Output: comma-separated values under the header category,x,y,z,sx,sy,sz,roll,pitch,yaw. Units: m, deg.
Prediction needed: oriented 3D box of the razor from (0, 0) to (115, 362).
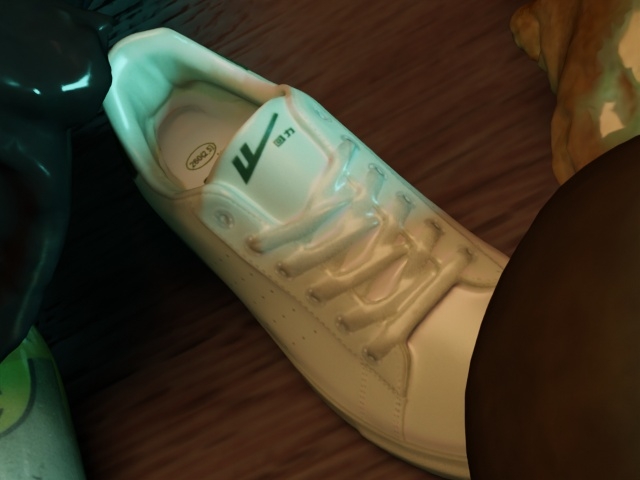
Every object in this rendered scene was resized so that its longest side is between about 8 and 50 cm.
category,x,y,z,sx,sy,sz,roll,pitch,yaw
razor,-0.151,-0.101,0.604,0.107,0.189,0.326,15,39,-16

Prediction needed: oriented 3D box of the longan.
category,x,y,z,sx,sy,sz,roll,pitch,yaw
longan,0.143,0.051,0.421,0.198,0.198,0.212,1,66,23

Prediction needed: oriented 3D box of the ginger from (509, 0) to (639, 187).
category,x,y,z,sx,sy,sz,roll,pitch,yaw
ginger,0.150,-0.113,0.548,0.219,0.123,0.270,29,71,30

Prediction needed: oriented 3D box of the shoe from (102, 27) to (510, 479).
category,x,y,z,sx,sy,sz,roll,pitch,yaw
shoe,0.000,0.000,0.558,0.265,0.110,0.095,34,77,37

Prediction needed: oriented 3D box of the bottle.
category,x,y,z,sx,sy,sz,roll,pitch,yaw
bottle,-0.159,0.058,0.608,0.083,0.083,0.269,-30,47,4
